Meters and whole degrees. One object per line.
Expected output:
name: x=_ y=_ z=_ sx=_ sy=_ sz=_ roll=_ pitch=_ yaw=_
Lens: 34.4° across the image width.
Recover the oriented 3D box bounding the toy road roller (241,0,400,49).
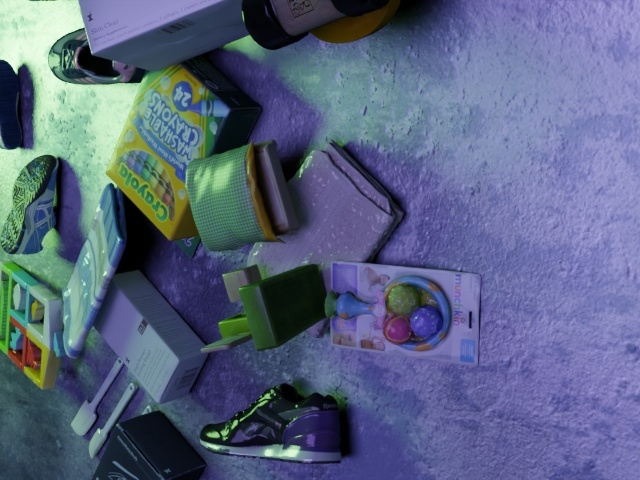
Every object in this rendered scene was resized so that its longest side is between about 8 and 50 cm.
toy road roller: x=-0.002 y=-0.432 z=1.405 sx=0.202 sy=0.240 sz=0.330 roll=-14 pitch=102 yaw=39

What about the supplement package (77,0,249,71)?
supplement package: x=-0.208 y=-0.379 z=1.575 sx=0.261 sy=0.204 sz=0.145 roll=-18 pitch=85 yaw=18

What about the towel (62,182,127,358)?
towel: x=-0.424 y=0.055 z=1.920 sx=0.285 sy=0.034 sz=0.209 roll=-62 pitch=27 yaw=27

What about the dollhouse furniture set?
dollhouse furniture set: x=-0.138 y=0.011 z=1.586 sx=0.197 sy=0.151 sz=0.302 roll=-13 pitch=96 yaw=37

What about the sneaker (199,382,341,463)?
sneaker: x=-0.079 y=0.299 z=1.718 sx=0.283 sy=0.107 sz=0.124 roll=-4 pitch=80 yaw=36

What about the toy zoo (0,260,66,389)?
toy zoo: x=-0.591 y=0.176 z=2.104 sx=0.293 sy=0.030 sz=0.192 roll=27 pitch=114 yaw=47

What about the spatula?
spatula: x=-0.406 y=0.356 z=2.033 sx=0.168 sy=0.019 sz=0.242 roll=54 pitch=125 yaw=26

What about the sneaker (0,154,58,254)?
sneaker: x=-0.567 y=-0.071 z=2.058 sx=0.080 sy=0.081 sz=0.211 roll=25 pitch=95 yaw=35

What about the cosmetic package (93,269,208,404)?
cosmetic package: x=-0.315 y=0.173 z=1.883 sx=0.231 sy=0.085 sz=0.117 roll=42 pitch=121 yaw=25

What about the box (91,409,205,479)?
box: x=-0.329 y=0.448 z=1.923 sx=0.153 sy=0.108 sz=0.207 roll=44 pitch=121 yaw=26

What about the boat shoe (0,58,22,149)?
boat shoe: x=-0.656 y=-0.275 z=2.099 sx=0.066 sy=0.066 sz=0.183 roll=6 pitch=101 yaw=40

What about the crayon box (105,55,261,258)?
crayon box: x=-0.251 y=-0.148 z=1.778 sx=0.203 sy=0.083 sz=0.323 roll=43 pitch=122 yaw=26

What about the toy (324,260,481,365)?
toy: x=0.112 y=0.109 z=1.515 sx=0.237 sy=0.056 sz=0.137 roll=6 pitch=102 yaw=29

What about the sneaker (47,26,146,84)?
sneaker: x=-0.410 y=-0.332 z=1.846 sx=0.319 sy=0.131 sz=0.112 roll=3 pitch=100 yaw=39

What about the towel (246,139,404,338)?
towel: x=0.000 y=0.000 z=1.619 sx=0.187 sy=0.049 sz=0.282 roll=46 pitch=123 yaw=25
